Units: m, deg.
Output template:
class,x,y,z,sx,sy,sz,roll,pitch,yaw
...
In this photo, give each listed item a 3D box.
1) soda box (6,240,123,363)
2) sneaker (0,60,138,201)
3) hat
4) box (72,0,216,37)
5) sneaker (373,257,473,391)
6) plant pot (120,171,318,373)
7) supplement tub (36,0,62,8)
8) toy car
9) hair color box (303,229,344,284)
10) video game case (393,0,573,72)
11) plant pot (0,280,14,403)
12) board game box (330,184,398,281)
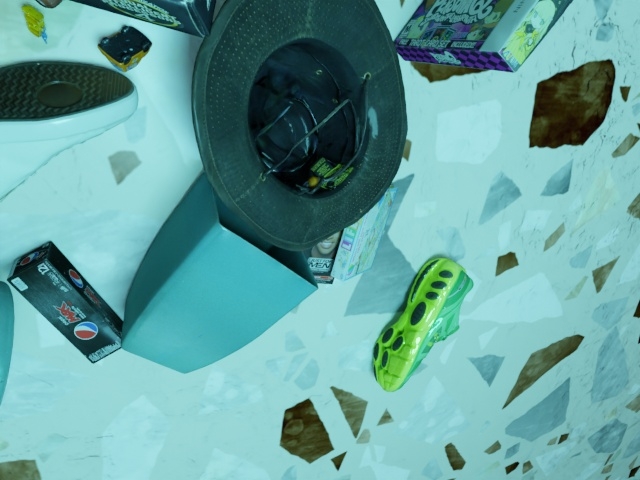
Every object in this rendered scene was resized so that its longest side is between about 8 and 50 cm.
class,x,y,z,sx,sy,sz,roll,pitch,yaw
soda box,-0.337,0.087,0.604,0.053,0.060,0.168,-30,122,-9
sneaker,-0.346,-0.111,0.497,0.290,0.105,0.123,-22,153,-20
hat,-0.034,-0.159,0.565,0.332,0.134,0.330,-20,124,-33
box,-0.200,-0.392,0.311,0.319,0.097,0.394,14,97,-6
sneaker,0.206,0.179,0.867,0.124,0.109,0.295,23,103,-27
plant pot,-0.159,0.058,0.617,0.234,0.165,0.166,-44,125,13
supplement tub,-0.229,-0.325,0.419,0.198,0.106,0.106,-42,124,0
toy car,-0.260,-0.231,0.505,0.122,0.060,0.040,23,148,-15
hair color box,0.000,0.000,0.723,0.072,0.043,0.141,5,112,-26
video game case,0.218,-0.314,0.552,0.042,0.232,0.210,33,99,-32
plant pot,-0.480,0.118,0.450,0.255,0.272,0.271,12,110,-45
board game box,0.073,-0.016,0.727,0.103,0.026,0.153,-16,127,-57
